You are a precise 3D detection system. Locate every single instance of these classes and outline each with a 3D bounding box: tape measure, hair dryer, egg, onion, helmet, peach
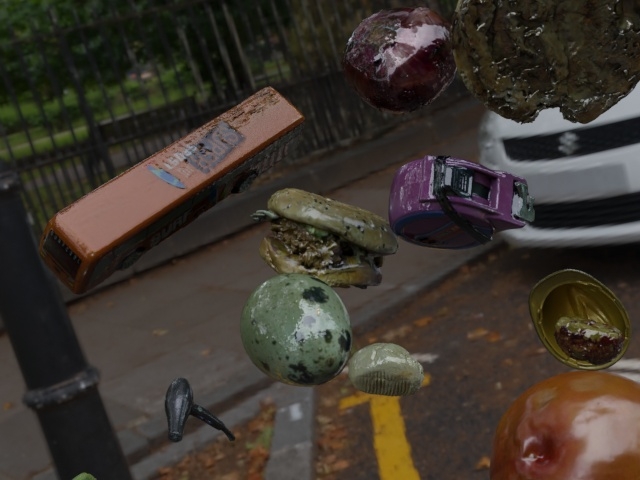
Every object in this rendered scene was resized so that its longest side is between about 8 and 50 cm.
[{"bbox_3d":[0.258,-0.072,1.828,0.245,0.149,0.231,17,-21,-26],"label":"tape measure"},{"bbox_3d":[-0.294,0.455,2.324,0.075,0.219,0.195,-43,27,22],"label":"hair dryer"},{"bbox_3d":[-0.034,0.148,1.504,0.177,0.177,0.228,-20,27,-17],"label":"egg"},{"bbox_3d":[0.173,-0.376,1.987,0.252,0.252,0.219,-13,-25,14],"label":"onion"},{"bbox_3d":[0.606,0.166,2.173,0.205,0.257,0.140,-34,3,26],"label":"helmet"},{"bbox_3d":[0.414,0.369,1.462,0.301,0.343,0.342,23,-12,-32],"label":"peach"}]

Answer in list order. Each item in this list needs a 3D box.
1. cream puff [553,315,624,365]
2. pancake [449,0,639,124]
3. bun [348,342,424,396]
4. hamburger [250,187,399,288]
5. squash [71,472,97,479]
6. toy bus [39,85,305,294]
[{"bbox_3d":[0.537,0.204,1.888,0.149,0.084,0.149,12,4,-1],"label":"cream puff"},{"bbox_3d":[0.402,-0.367,1.592,0.382,0.382,0.071,-16,25,3],"label":"pancake"},{"bbox_3d":[0.164,0.319,2.316,0.188,0.164,0.111,3,50,8],"label":"bun"},{"bbox_3d":[0.000,0.000,2.160,0.318,0.195,0.277,21,5,28],"label":"hamburger"},{"bbox_3d":[-0.463,0.489,1.638,0.066,0.066,0.229,-11,17,25],"label":"squash"},{"bbox_3d":[-0.186,-0.075,1.244,0.409,0.093,0.092,-39,-14,-34],"label":"toy bus"}]
